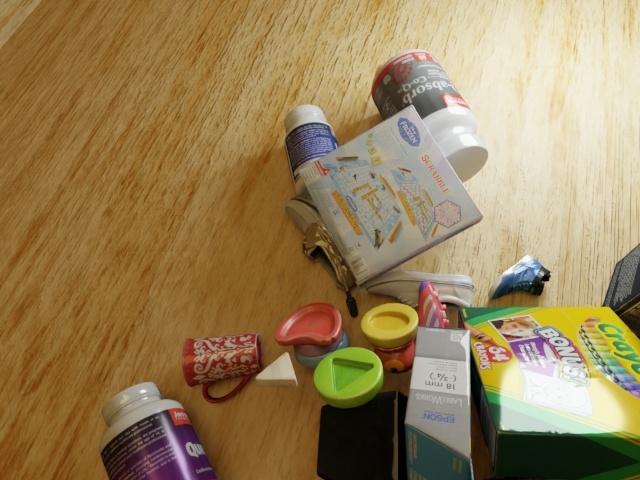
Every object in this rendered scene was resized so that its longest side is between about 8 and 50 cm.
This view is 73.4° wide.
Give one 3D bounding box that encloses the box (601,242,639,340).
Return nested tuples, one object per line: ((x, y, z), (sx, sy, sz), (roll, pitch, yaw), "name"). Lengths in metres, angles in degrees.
((0.774, 0.108, 0.828), (0.296, 0.294, 0.183), (24, 70, 19), "box")

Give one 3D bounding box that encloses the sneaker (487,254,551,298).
((0.474, 0.105, 1.012), (0.152, 0.058, 0.084), (-33, 54, -15), "sneaker")

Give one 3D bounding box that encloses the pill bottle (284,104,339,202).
((-0.021, -0.247, 1.222), (0.153, 0.153, 0.265), (-15, 62, 2), "pill bottle")

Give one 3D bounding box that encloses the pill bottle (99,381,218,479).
((-0.336, 0.467, 0.893), (0.181, 0.181, 0.323), (-34, 63, -9), "pill bottle")

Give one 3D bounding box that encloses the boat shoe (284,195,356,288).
((0.000, 0.000, 1.116), (0.103, 0.113, 0.302), (-40, 65, -18), "boat shoe")

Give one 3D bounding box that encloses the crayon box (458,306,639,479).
((0.446, 0.256, 0.800), (0.313, 0.106, 0.363), (-3, 23, 9), "crayon box")

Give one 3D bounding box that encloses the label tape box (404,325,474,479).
((0.205, 0.351, 0.748), (0.106, 0.240, 0.334), (2, 32, 17), "label tape box")

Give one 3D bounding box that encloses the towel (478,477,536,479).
((0.330, 0.519, 0.705), (0.121, 0.284, 0.235), (-14, 60, 20), "towel")

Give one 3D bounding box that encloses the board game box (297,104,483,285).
((0.156, -0.105, 1.017), (0.318, 0.066, 0.319), (-28, 75, 6), "board game box")

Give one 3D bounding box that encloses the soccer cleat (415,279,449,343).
((0.242, 0.214, 0.947), (0.095, 0.083, 0.248), (-15, 88, 18), "soccer cleat")

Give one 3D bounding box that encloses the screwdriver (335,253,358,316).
((0.062, 0.110, 1.037), (0.024, 0.170, 0.025), (-18, 21, -1), "screwdriver")

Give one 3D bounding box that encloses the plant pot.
((0.094, 0.409, 0.860), (0.167, 0.187, 0.188), (-7, 62, 21), "plant pot")

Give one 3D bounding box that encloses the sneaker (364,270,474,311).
((0.233, 0.128, 1.022), (0.258, 0.094, 0.091), (0, 65, 12), "sneaker")

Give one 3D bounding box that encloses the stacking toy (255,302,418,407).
((0.043, 0.261, 0.908), (0.309, 0.130, 0.279), (-1, 29, 29), "stacking toy")

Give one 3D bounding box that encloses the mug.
((-0.224, 0.292, 1.026), (0.169, 0.150, 0.113), (-9, 26, 0), "mug")

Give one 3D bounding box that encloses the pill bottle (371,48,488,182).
((0.295, -0.329, 1.180), (0.210, 0.210, 0.363), (-20, 62, -1), "pill bottle")
